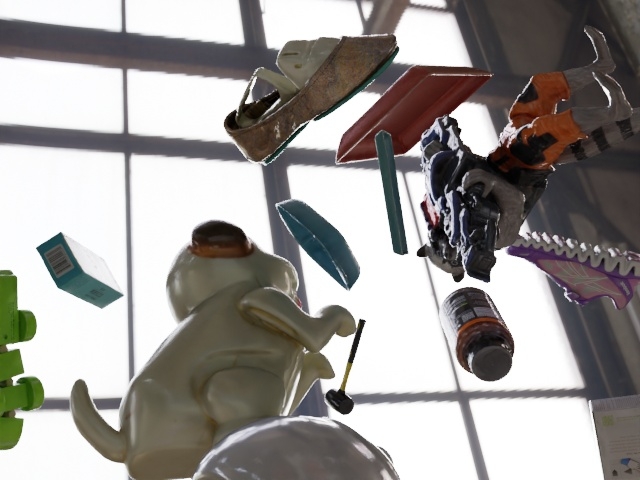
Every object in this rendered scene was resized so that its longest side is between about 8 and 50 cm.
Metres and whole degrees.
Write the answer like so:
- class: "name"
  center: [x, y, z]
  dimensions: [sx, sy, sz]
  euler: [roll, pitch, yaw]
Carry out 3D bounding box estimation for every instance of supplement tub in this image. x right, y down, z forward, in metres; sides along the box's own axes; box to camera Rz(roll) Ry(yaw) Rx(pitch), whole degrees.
- class: "supplement tub"
  center: [0.273, 0.165, 1.453]
  dimensions: [0.106, 0.198, 0.106]
  euler: [-1, -67, -3]

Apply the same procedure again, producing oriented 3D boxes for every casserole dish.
- class: "casserole dish"
  center: [0.000, 0.000, 1.206]
  dimensions: [0.037, 0.188, 0.114]
  euler: [-37, -53, -10]

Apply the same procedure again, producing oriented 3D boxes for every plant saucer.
- class: "plant saucer"
  center: [0.169, -0.248, 1.588]
  dimensions: [0.259, 0.047, 0.258]
  euler: [-41, -16, 35]
- class: "plant saucer"
  center: [0.109, -0.071, 1.285]
  dimensions: [0.018, 0.192, 0.067]
  euler: [-8, 0, 15]

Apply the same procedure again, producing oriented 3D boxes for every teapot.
- class: "teapot"
  center: [-0.001, 0.276, 0.877]
  dimensions: [0.187, 0.256, 0.252]
  euler: [-32, -24, -34]

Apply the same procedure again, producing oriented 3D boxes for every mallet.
- class: "mallet"
  center: [0.060, 0.245, 1.617]
  dimensions: [0.039, 0.062, 0.189]
  euler: [12, -76, -32]

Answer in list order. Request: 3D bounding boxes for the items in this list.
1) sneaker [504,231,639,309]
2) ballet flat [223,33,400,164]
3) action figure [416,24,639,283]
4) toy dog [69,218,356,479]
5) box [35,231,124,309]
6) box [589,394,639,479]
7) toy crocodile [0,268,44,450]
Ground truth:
- class: "sneaker"
  center: [0.417, 0.052, 1.389]
  dimensions: [0.236, 0.095, 0.104]
  euler: [15, -74, 11]
- class: "ballet flat"
  center: [-0.032, -0.199, 1.108]
  dimensions: [0.106, 0.107, 0.316]
  euler: [41, -44, -16]
- class: "action figure"
  center: [0.239, -0.063, 0.989]
  dimensions: [0.179, 0.341, 0.330]
  euler: [29, -57, -19]
- class: "toy dog"
  center: [-0.145, 0.173, 1.269]
  dimensions: [0.396, 0.407, 0.284]
  euler: [2, -40, 0]
- class: "box"
  center: [-0.480, 0.065, 1.693]
  dimensions: [0.060, 0.100, 0.244]
  euler: [-32, -15, -3]
- class: "box"
  center: [0.620, 0.424, 1.485]
  dimensions: [0.232, 0.322, 0.058]
  euler: [-9, 10, 14]
- class: "toy crocodile"
  center: [-0.595, 0.221, 1.551]
  dimensions: [0.105, 0.340, 0.115]
  euler: [-5, 0, 34]
